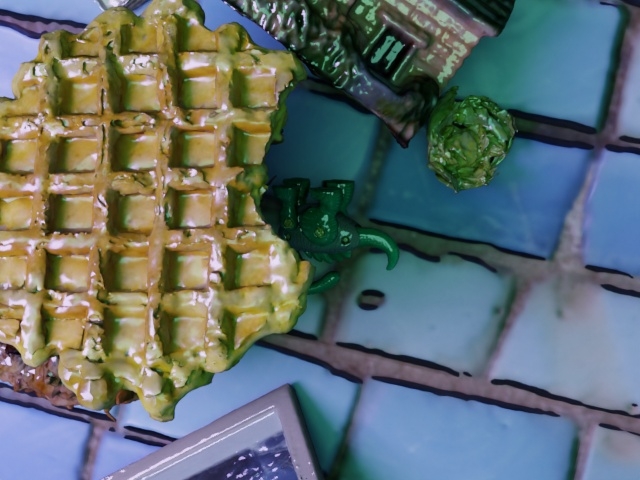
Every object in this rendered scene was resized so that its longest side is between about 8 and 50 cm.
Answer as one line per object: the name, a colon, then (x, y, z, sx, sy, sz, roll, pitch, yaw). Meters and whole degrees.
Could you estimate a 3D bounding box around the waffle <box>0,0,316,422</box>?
waffle: (-0.116, -0.026, 0.672, 0.291, 0.051, 0.291, -1, 77, 3)

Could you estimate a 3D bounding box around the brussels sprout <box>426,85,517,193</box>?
brussels sprout: (0.116, -0.078, 0.812, 0.085, 0.058, 0.085, -1, 93, -15)

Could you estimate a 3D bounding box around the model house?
model house: (0.043, -0.192, 0.762, 0.183, 0.166, 0.172, 38, 96, -9)

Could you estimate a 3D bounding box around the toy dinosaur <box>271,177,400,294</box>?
toy dinosaur: (0.000, 0.000, 0.840, 0.132, 0.059, 0.096, 7, 105, 16)

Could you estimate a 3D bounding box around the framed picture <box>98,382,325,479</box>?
framed picture: (-0.133, 0.291, 0.829, 0.335, 0.022, 0.247, -28, 54, 10)

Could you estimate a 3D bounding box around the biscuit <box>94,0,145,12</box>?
biscuit: (-0.111, -0.305, 0.823, 0.250, 0.046, 0.147, -37, 91, 9)

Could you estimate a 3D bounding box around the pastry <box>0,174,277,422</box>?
pastry: (-0.167, 0.001, 0.807, 0.275, 0.193, 0.275, -5, 77, 23)
